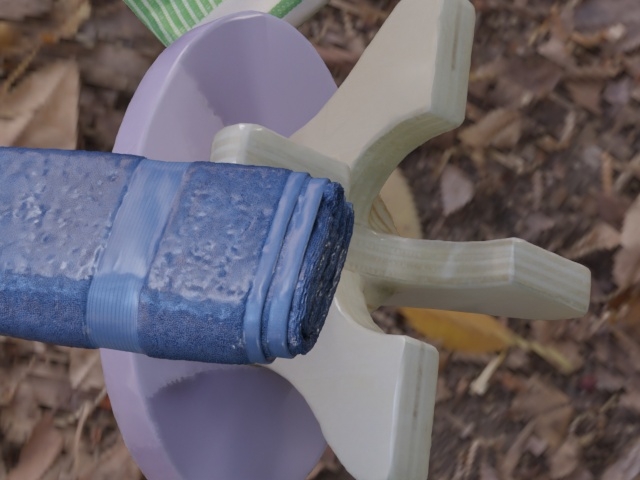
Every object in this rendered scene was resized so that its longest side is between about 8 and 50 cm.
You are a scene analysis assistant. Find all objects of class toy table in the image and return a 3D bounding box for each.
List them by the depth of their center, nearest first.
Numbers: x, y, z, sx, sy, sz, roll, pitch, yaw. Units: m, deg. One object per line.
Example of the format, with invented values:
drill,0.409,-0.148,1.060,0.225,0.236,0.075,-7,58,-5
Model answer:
toy table,0.000,0.000,0.936,0.252,0.161,0.274,7,77,-44

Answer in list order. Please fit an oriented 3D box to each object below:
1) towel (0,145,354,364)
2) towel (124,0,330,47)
towel,-0.054,0.005,0.520,0.119,0.029,0.067,6,46,13
towel,-0.094,-0.277,1.157,0.325,0.248,0.038,48,28,-6
